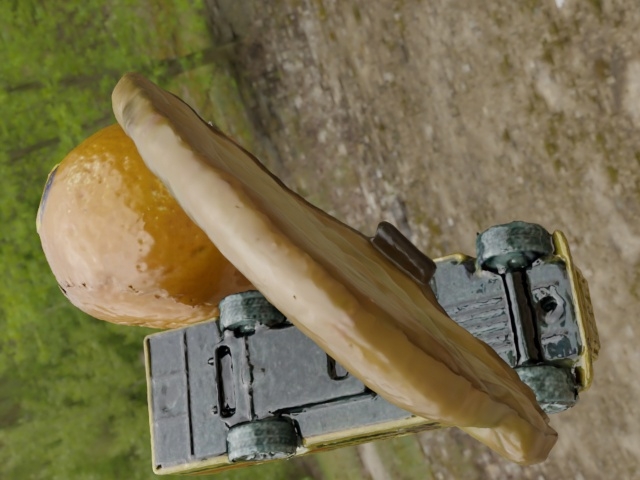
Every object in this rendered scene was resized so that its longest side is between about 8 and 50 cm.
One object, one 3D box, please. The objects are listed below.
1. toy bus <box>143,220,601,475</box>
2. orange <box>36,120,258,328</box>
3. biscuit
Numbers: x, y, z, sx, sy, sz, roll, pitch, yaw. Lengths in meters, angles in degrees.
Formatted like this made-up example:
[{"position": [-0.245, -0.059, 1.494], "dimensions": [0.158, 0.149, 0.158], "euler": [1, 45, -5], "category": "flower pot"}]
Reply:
[{"position": [0.032, 0.090, 0.732], "dimensions": [0.123, 0.335, 0.121], "euler": [29, -130, -58], "category": "toy bus"}, {"position": [-0.140, -0.012, 0.908], "dimensions": [0.219, 0.219, 0.193], "euler": [95, -166, -71], "category": "orange"}, {"position": [-0.003, 0.004, 0.438], "dimensions": [0.260, 0.041, 0.203], "euler": [41, -170, 28], "category": "biscuit"}]
